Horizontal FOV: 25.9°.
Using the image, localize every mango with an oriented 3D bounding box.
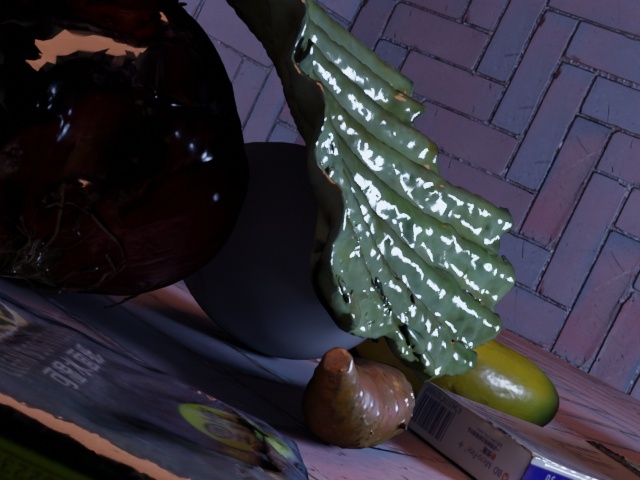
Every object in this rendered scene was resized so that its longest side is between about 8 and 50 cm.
[{"bbox_3d":[0.141,0.128,1.396,0.237,0.091,0.137,25,11,-6],"label":"mango"}]

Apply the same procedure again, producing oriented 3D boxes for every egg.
[{"bbox_3d":[-0.029,0.007,1.171,0.176,0.176,0.232,28,-2,38],"label":"egg"}]

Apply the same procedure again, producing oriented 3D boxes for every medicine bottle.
[{"bbox_3d":[0.191,0.187,1.151,0.201,0.052,0.171,23,4,-32],"label":"medicine bottle"}]

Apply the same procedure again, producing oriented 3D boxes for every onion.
[{"bbox_3d":[-0.187,-0.076,0.989,0.281,0.281,0.221,24,-26,-33],"label":"onion"}]

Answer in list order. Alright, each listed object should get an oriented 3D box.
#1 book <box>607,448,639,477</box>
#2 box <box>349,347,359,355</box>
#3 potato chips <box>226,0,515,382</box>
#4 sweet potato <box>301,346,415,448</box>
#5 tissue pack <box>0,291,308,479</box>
[{"bbox_3d":[0.394,0.286,1.548,0.168,0.013,0.192,26,4,-9],"label":"book"},{"bbox_3d":[0.002,0.064,1.526,0.259,0.071,0.168,26,3,-9],"label":"box"},{"bbox_3d":[0.027,-0.082,1.038,0.373,0.097,0.389,66,16,19],"label":"potato chips"},{"bbox_3d":[0.037,0.116,0.991,0.072,0.066,0.314,36,2,15],"label":"sweet potato"},{"bbox_3d":[-0.119,0.061,0.488,0.235,0.073,0.173,26,2,-1],"label":"tissue pack"}]
